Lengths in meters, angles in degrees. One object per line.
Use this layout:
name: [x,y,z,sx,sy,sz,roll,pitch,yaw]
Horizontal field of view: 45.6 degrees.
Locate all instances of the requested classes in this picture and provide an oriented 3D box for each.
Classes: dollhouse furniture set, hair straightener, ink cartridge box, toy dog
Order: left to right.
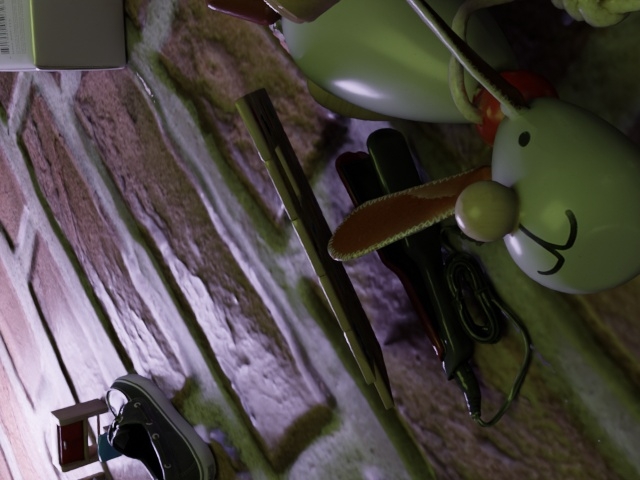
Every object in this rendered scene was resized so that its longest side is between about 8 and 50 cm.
ink cartridge box: [-0.366,-0.319,0.961,0.283,0.117,0.207,14,109,47]
dollhouse furniture set: [-0.340,0.343,1.064,0.129,0.128,0.184,17,110,47]
toy dog: [0.033,-0.103,0.426,0.333,0.160,0.220,-138,45,-66]
hair straightener: [0.086,0.021,0.551,0.089,0.047,0.231,-34,72,48]

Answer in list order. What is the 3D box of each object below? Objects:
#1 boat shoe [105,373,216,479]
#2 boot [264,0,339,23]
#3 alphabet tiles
boat shoe: [-0.220,0.240,0.941,0.228,0.076,0.080,32,121,42]
boot: [0.002,-0.239,0.321,0.207,0.090,0.248,-44,67,24]
alphabet tiles: [0.000,0.000,0.565,0.198,0.009,0.237,-93,-21,-77]
